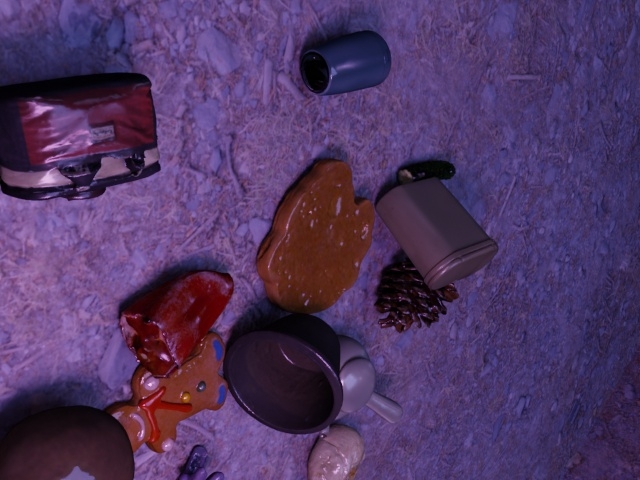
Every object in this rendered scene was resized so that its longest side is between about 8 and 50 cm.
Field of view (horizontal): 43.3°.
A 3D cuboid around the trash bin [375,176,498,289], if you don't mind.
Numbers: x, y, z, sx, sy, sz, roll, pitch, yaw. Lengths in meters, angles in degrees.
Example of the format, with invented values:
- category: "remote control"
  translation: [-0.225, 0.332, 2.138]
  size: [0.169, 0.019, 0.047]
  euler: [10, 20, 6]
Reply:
- category: "trash bin"
  translation: [0.283, -0.025, 1.962]
  size: [0.243, 0.247, 0.121]
  euler: [-15, 152, -43]

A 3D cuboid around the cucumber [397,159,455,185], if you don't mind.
- category: "cucumber"
  translation: [0.268, -0.173, 2.052]
  size: [0.187, 0.058, 0.058]
  euler: [-13, 113, -44]

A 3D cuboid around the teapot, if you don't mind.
- category: "teapot"
  translation: [0.082, 0.339, 1.943]
  size: [0.318, 0.149, 0.220]
  euler: [3, 103, -48]

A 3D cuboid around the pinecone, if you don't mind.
- category: "pinecone"
  translation: [0.233, 0.140, 2.012]
  size: [0.179, 0.184, 0.205]
  euler: [44, 56, -11]

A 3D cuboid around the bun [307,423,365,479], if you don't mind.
- category: "bun"
  translation: [0.047, 0.558, 2.012]
  size: [0.188, 0.111, 0.164]
  euler: [-59, 141, -21]

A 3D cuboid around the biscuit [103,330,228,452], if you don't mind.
- category: "biscuit"
  translation: [-0.304, 0.324, 1.579]
  size: [0.324, 0.049, 0.206]
  euler: [-24, 121, -40]

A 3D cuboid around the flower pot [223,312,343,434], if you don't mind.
- category: "flower pot"
  translation: [-0.055, 0.261, 1.717]
  size: [0.166, 0.268, 0.269]
  euler: [-54, 141, -51]

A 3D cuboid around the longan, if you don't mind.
- category: "longan"
  translation: [-0.422, 0.394, 1.335]
  size: [0.246, 0.215, 0.246]
  euler: [3, 84, -33]

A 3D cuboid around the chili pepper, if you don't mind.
- category: "chili pepper"
  translation: [-0.259, 0.126, 1.527]
  size: [0.144, 0.136, 0.253]
  euler: [41, 50, -1]

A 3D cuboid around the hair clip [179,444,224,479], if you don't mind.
- category: "hair clip"
  translation: [-0.296, 0.554, 1.635]
  size: [0.137, 0.090, 0.278]
  euler: [40, 72, -39]

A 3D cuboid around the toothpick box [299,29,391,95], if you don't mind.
- category: "toothpick box"
  translation: [0.050, -0.365, 1.681]
  size: [0.184, 0.120, 0.120]
  euler: [-25, 121, -39]

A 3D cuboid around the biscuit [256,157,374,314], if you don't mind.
- category: "biscuit"
  translation: [0.000, 0.000, 1.801]
  size: [0.312, 0.057, 0.351]
  euler: [28, 83, -50]

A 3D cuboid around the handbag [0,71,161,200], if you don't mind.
- category: "handbag"
  translation: [-0.367, -0.154, 1.234]
  size: [0.254, 0.181, 0.182]
  euler: [-20, 116, -40]
